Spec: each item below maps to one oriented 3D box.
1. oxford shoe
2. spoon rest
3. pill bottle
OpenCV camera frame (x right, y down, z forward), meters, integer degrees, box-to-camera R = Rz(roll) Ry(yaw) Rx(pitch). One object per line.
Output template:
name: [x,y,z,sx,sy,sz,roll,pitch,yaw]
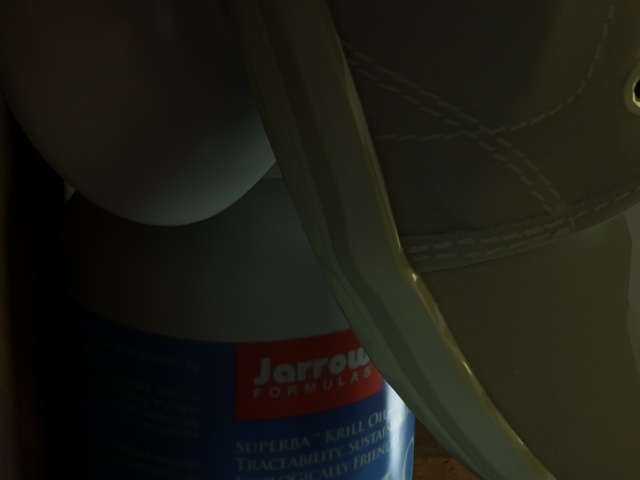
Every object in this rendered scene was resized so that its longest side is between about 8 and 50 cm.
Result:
oxford shoe: [0.059,-0.091,0.370,0.169,0.130,0.449,-57,135,-44]
spoon rest: [-0.041,-0.141,0.410,0.137,0.084,0.276,15,77,-59]
pill bottle: [-0.028,0.038,0.538,0.124,0.124,0.221,-95,-176,-67]
